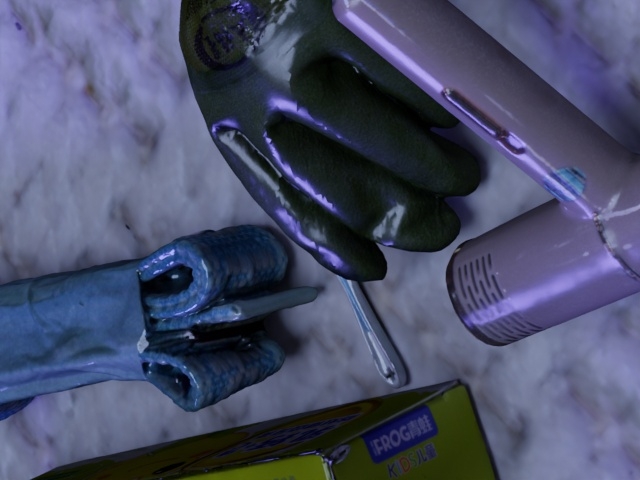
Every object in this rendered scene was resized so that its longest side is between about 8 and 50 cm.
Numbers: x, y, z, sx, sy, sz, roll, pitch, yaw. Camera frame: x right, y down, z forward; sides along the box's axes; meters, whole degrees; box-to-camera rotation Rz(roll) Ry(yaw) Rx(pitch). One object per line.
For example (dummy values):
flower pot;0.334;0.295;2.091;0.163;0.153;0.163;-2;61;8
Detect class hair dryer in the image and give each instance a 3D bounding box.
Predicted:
hair dryer;0.085;-0.071;0.761;0.195;0.054;0.220;-26;111;40

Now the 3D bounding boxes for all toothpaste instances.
toothpaste;-0.068;0.146;0.968;0.327;0.110;0.077;-16;91;42

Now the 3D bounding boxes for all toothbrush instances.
toothbrush;0.000;0.000;0.926;0.014;0.017;0.162;-32;82;42

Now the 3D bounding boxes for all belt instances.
belt;-0.128;0.054;1.016;0.302;0.072;0.087;-12;87;43

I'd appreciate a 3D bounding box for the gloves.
gloves;-0.013;-0.109;0.852;0.268;0.107;0.135;71;163;-4
